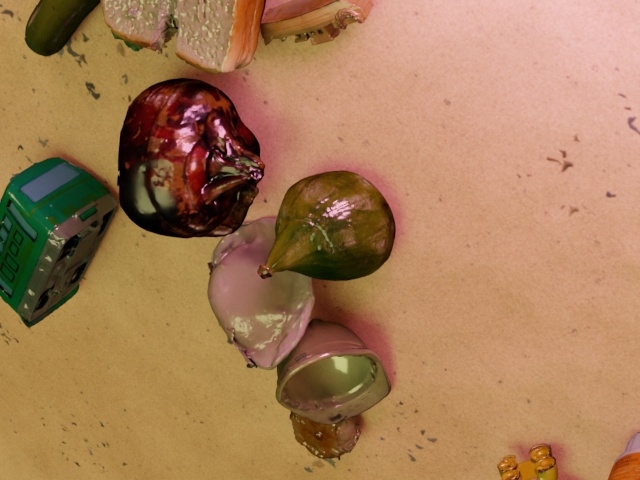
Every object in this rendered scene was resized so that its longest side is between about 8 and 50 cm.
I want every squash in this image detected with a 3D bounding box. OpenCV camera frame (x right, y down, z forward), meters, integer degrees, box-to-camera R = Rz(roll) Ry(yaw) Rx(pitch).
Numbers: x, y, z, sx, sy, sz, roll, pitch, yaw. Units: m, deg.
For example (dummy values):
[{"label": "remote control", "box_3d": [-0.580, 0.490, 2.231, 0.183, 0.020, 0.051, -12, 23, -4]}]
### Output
[{"label": "squash", "box_3d": [-0.426, -0.421, 1.790, 0.331, 0.087, 0.087, -32, 101, 42]}]

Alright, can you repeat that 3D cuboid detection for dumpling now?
[{"label": "dumpling", "box_3d": [-0.096, 0.094, 1.891, 0.293, 0.204, 0.163, 65, -175, 31]}]

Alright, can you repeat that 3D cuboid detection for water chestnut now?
[{"label": "water chestnut", "box_3d": [-0.216, -0.134, 1.752, 0.244, 0.289, 0.289, -3, 126, -3]}]

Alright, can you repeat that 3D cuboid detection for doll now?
[{"label": "doll", "box_3d": [0.412, 0.482, 1.859, 0.135, 0.143, 0.221, -25, 108, 6]}]

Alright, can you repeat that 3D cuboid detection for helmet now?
[{"label": "helmet", "box_3d": [0.007, 0.224, 1.935, 0.204, 0.137, 0.257, -29, 142, 10]}]

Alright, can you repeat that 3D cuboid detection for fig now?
[{"label": "fig", "box_3d": [0.000, 0.000, 1.709, 0.203, 0.235, 0.203, 19, 128, 26]}]

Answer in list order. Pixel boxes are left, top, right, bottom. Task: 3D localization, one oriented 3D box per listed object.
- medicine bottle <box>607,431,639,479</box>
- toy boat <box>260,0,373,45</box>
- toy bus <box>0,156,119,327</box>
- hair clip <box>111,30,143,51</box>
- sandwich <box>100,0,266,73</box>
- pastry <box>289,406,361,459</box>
[{"label": "medicine bottle", "box_3d": [0.513, 0.454, 1.638, 0.158, 0.318, 0.158, 18, 131, 22]}, {"label": "toy boat", "box_3d": [-0.009, -0.338, 1.593, 0.206, 0.064, 0.072, -6, 137, 41]}, {"label": "toy bus", "box_3d": [-0.568, -0.004, 2.112, 0.199, 0.183, 0.343, 42, 134, 5]}, {"label": "hair clip", "box_3d": [-0.305, -0.392, 1.765, 0.195, 0.052, 0.124, -14, 103, 48]}, {"label": "sandwich", "box_3d": [-0.209, -0.401, 1.606, 0.273, 0.095, 0.249, 23, 114, 21]}, {"label": "pastry", "box_3d": [0.008, 0.369, 2.075, 0.153, 0.081, 0.153, 26, 137, 27]}]
